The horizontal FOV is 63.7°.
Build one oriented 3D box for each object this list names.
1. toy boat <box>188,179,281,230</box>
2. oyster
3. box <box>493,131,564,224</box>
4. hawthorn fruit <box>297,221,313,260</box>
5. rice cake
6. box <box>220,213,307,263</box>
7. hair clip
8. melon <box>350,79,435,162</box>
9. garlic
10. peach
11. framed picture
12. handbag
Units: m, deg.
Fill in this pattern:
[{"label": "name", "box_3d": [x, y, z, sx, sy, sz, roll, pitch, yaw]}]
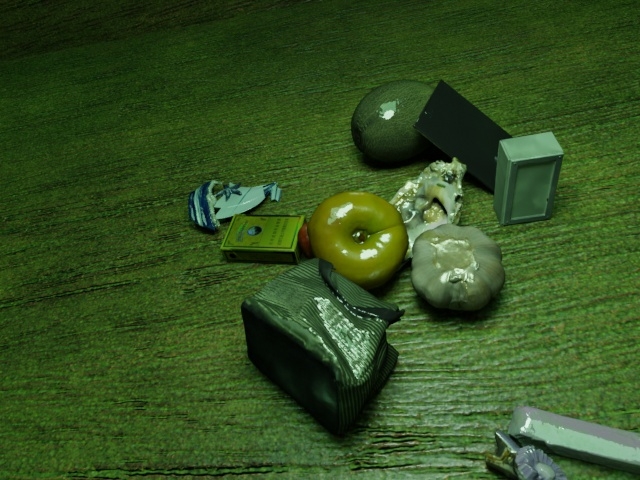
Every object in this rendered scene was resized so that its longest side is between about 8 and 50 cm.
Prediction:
[{"label": "toy boat", "box_3d": [-0.281, -0.138, 1.611, 0.291, 0.071, 0.210, -29, 52, -18]}, {"label": "oyster", "box_3d": [0.277, -0.062, 1.370, 0.354, 0.107, 0.201, -47, 52, 2]}, {"label": "box", "box_3d": [0.521, -0.150, 1.310, 0.129, 0.225, 0.086, -9, 46, 6]}, {"label": "hawthorn fruit", "box_3d": [0.000, 0.000, 1.369, 0.127, 0.128, 0.128, -7, 46, 7]}, {"label": "rice cake", "box_3d": [0.532, 0.374, 0.931, 0.364, 0.056, 0.073, 8, 52, 21]}, {"label": "box", "box_3d": [-0.156, -0.006, 1.454, 0.219, 0.064, 0.141, 1, 48, 17]}, {"label": "hair clip", "box_3d": [0.409, 0.443, 0.883, 0.292, 0.085, 0.106, 37, 20, 35]}, {"label": "melon", "box_3d": [0.242, -0.366, 1.578, 0.301, 0.238, 0.237, -23, 46, -15]}, {"label": "garlic", "box_3d": [0.319, 0.066, 1.207, 0.227, 0.152, 0.228, -4, 54, 5]}, {"label": "peach", "box_3d": [0.092, -0.002, 1.254, 0.250, 0.153, 0.252, 1, 83, -11]}, {"label": "framed picture", "box_3d": [0.433, -0.300, 1.486, 0.323, 0.013, 0.244, 37, 56, -7]}, {"label": "handbag", "box_3d": [0.010, 0.204, 1.104, 0.240, 0.248, 0.340, -32, 45, -32]}]
